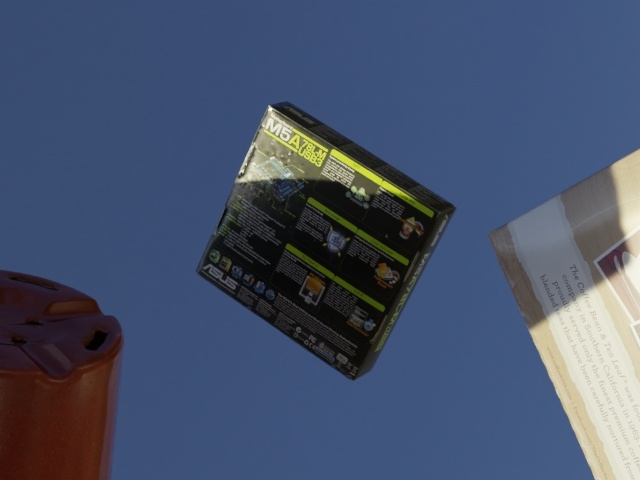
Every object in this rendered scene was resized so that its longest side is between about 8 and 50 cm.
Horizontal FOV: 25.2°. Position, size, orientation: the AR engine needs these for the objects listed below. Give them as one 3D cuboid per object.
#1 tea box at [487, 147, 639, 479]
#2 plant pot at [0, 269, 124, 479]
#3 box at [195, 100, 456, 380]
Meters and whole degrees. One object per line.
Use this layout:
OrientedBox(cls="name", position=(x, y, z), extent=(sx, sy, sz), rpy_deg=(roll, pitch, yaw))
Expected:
OrientedBox(cls="tea box", position=(0.363, 0.072, 1.145), extent=(0.323, 0.220, 0.329), rpy_deg=(-13, -104, -45))
OrientedBox(cls="plant pot", position=(-0.287, 0.181, 1.213), extent=(0.272, 0.272, 0.265), rpy_deg=(-3, -64, -38))
OrientedBox(cls="box", position=(0.000, 0.000, 1.287), extent=(0.045, 0.191, 0.184), rpy_deg=(-18, -43, -62))
